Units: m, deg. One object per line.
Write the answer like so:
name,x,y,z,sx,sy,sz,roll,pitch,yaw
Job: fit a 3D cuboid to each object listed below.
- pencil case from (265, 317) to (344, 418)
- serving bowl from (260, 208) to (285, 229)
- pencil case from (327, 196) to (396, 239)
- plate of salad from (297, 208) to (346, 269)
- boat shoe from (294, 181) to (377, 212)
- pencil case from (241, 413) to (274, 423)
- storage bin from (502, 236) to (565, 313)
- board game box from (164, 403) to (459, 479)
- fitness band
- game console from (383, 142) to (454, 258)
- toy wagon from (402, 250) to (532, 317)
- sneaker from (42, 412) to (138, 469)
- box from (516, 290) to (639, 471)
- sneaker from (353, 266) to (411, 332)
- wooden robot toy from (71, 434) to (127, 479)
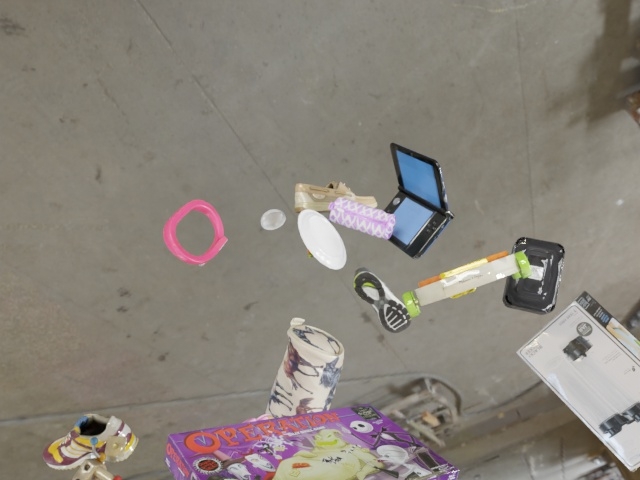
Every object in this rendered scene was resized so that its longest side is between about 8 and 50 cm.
pencil case,-0.066,0.419,1.513,0.159,0.183,0.411,-5,116,-59
serving bowl,-0.157,-0.073,1.854,0.083,0.027,0.083,-16,141,-13
pencil case,0.125,-0.070,1.712,0.206,0.087,0.088,18,168,22
plate of salad,0.000,0.000,1.650,0.048,0.200,0.199,-36,142,29
boat shoe,0.062,-0.153,1.992,0.340,0.110,0.121,-3,180,-38
pencil case,-0.096,0.563,1.170,0.160,0.386,0.167,-40,149,22
storage bin,0.546,0.092,1.467,0.121,0.180,0.084,12,173,15
board game box,-0.008,0.304,0.769,0.346,0.208,0.056,3,97,-36
fitness band,-0.455,-0.029,2.095,0.054,0.291,0.209,-30,106,34
game console,0.251,-0.125,1.725,0.173,0.293,0.250,37,93,-29
toy wagon,0.322,0.096,1.300,0.267,0.068,0.344,-21,172,8
sneaker,-0.403,0.332,0.968,0.185,0.070,0.084,-14,119,15
box,0.543,0.261,1.079,0.087,0.290,0.169,-15,146,-52
sneaker,0.220,0.202,2.016,0.111,0.121,0.300,-33,112,10
wooden robot toy,-0.359,0.384,0.904,0.173,0.076,0.079,-57,177,-16
